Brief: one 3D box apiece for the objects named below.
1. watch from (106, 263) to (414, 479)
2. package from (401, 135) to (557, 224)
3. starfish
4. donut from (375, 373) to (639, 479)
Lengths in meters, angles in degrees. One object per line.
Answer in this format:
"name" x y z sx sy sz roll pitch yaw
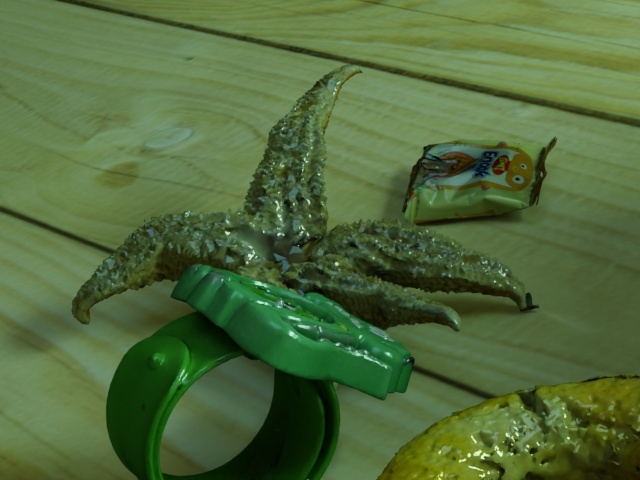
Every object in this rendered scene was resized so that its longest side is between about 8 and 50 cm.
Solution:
"watch" -0.038 0.106 1.060 0.165 0.152 0.131 22 5 -36
"package" 0.124 -0.050 1.372 0.121 0.031 0.108 -4 30 17
"starfish" 0.013 0.018 1.242 0.301 0.084 0.293 -38 44 -21
"donut" 0.129 0.168 0.885 0.253 0.118 0.253 -16 26 8
